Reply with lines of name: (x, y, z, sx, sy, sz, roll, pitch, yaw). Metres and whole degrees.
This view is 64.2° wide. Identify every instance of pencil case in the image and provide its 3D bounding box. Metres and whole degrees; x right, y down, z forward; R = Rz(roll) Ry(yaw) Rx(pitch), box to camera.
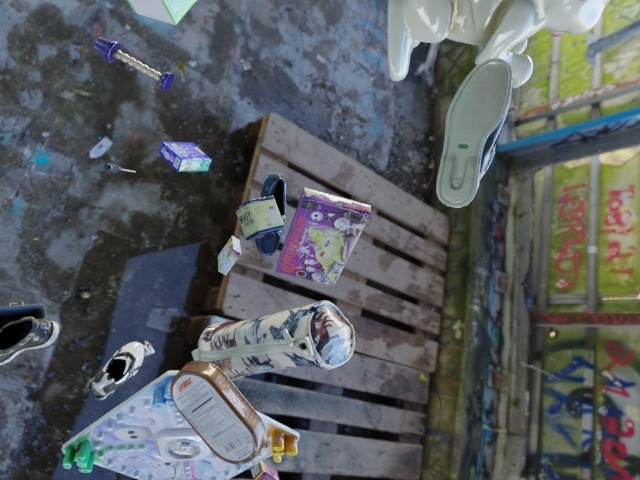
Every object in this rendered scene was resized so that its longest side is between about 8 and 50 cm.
pencil case: (-0.128, 0.258, 1.269, 0.183, 0.410, 0.160, 12, 66, -52)

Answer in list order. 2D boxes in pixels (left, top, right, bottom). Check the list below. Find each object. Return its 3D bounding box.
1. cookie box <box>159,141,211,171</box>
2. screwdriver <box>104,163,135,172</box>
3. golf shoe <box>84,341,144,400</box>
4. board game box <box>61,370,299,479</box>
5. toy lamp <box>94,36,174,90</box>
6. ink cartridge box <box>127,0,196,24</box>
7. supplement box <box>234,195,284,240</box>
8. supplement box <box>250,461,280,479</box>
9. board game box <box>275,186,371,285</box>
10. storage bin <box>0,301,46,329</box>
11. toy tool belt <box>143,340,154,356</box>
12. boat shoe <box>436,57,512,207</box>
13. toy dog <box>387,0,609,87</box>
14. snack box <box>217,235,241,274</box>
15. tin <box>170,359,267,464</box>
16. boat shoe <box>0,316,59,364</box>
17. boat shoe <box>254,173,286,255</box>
cookie box: (-0.369, -0.229, 1.397, 0.092, 0.040, 0.107, 41, 28, 23)
screwdriver: (-0.554, -0.201, 1.431, 0.024, 0.170, 0.025, 27, 100, 3)
golf shoe: (-0.483, 0.308, 1.260, 0.077, 0.094, 0.198, 44, 27, -9)
board game box: (-0.313, 0.479, 1.166, 0.390, 0.390, 0.050, 40, 25, -33)
toy lamp: (-0.649, -0.617, 1.771, 0.274, 0.080, 0.080, 27, 63, -3)
ink cartridge box: (-0.257, -0.558, 0.894, 0.273, 0.114, 0.198, -59, 156, -18)
supplement box: (-0.144, -0.053, 1.213, 0.083, 0.056, 0.083, -16, 84, -46)
supplement box: (-0.168, 0.718, 1.556, 0.043, 0.055, 0.083, -46, 113, -3)
board game box: (0.000, 0.000, 1.578, 0.208, 0.347, 0.056, 17, 44, -6)
storage bin: (-0.828, 0.222, 1.384, 0.135, 0.091, 0.098, -1, 73, -41)
toy tool belt: (-0.606, 0.372, 1.754, 0.052, 0.083, 0.051, -22, 85, -2)
boat shoe: (0.241, -0.167, 0.808, 0.079, 0.084, 0.233, -8, 115, -66)
toy dog: (0.350, -0.497, 0.957, 0.284, 0.408, 0.395, -60, 150, -55)
snack box: (-0.332, 0.053, 1.856, 0.037, 0.141, 0.100, 31, 101, -20)
tin: (-0.168, 0.283, 0.837, 0.190, 0.106, 0.040, 50, 23, -1)
boat shoe: (-0.720, 0.229, 1.182, 0.069, 0.227, 0.081, 50, 23, -56)
boat shoe: (-0.158, -0.076, 1.579, 0.109, 0.089, 0.258, -2, 100, -22)
